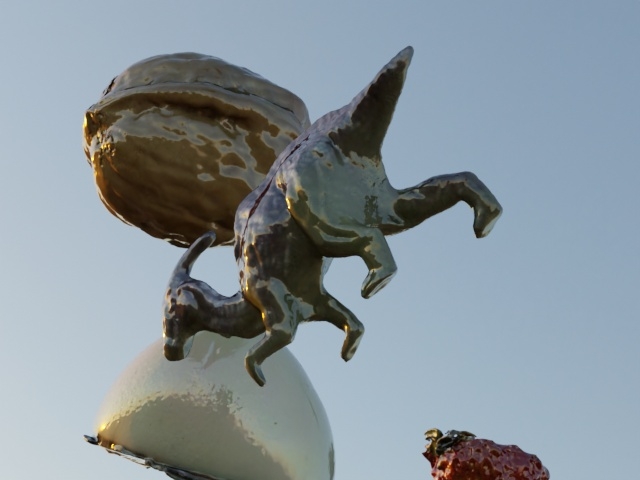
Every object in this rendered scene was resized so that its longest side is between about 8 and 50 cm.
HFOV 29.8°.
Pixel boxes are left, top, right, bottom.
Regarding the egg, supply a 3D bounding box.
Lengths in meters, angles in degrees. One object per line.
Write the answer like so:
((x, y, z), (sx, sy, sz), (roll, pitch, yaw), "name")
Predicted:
((-0.094, 0.178, 1.268), (0.264, 0.174, 0.286), (16, -12, 13), "egg")

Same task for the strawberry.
((0.234, 0.354, 1.656), (0.236, 0.106, 0.175), (31, -35, -17), "strawberry")

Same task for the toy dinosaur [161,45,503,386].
((-0.004, -0.001, 0.887), (0.162, 0.294, 0.077), (49, 1, 29), "toy dinosaur")

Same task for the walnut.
((-0.116, -0.086, 1.180), (0.245, 0.198, 0.198), (16, -24, -25), "walnut")
